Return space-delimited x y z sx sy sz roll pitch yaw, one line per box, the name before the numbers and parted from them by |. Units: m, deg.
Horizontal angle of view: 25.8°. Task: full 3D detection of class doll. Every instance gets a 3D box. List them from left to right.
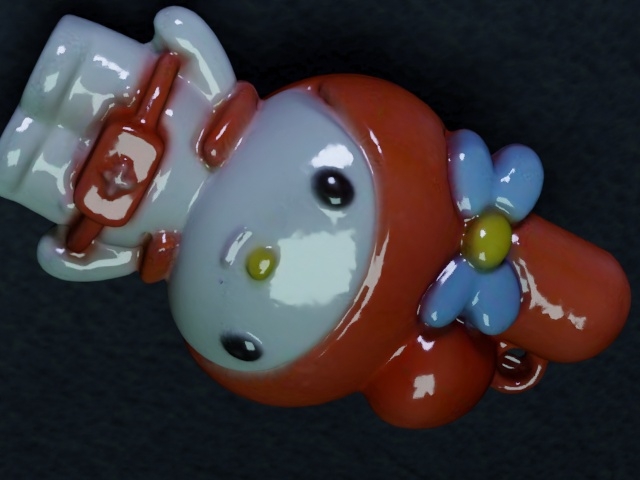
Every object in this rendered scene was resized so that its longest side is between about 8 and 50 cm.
doll | 0.000 0.000 0.627 0.290 0.130 0.161 26 104 -13
